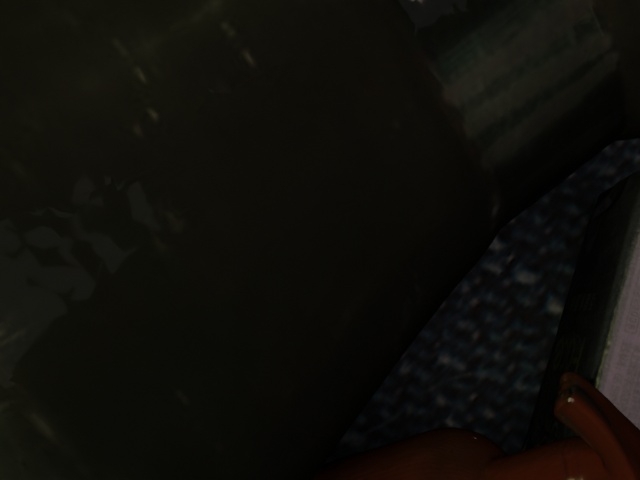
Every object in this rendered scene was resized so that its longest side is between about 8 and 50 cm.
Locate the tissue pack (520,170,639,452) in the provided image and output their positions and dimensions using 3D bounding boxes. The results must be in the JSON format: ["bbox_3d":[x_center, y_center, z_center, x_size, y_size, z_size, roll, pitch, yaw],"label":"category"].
[{"bbox_3d":[0.140,0.050,0.709,0.051,0.112,0.156,15,86,0],"label":"tissue pack"}]

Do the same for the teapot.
[{"bbox_3d":[-0.054,-0.072,0.640,0.361,0.306,0.376,-36,50,-5],"label":"teapot"}]

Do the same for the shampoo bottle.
[{"bbox_3d":[0.033,0.127,0.659,0.244,0.085,0.085,-27,87,32],"label":"shampoo bottle"}]
